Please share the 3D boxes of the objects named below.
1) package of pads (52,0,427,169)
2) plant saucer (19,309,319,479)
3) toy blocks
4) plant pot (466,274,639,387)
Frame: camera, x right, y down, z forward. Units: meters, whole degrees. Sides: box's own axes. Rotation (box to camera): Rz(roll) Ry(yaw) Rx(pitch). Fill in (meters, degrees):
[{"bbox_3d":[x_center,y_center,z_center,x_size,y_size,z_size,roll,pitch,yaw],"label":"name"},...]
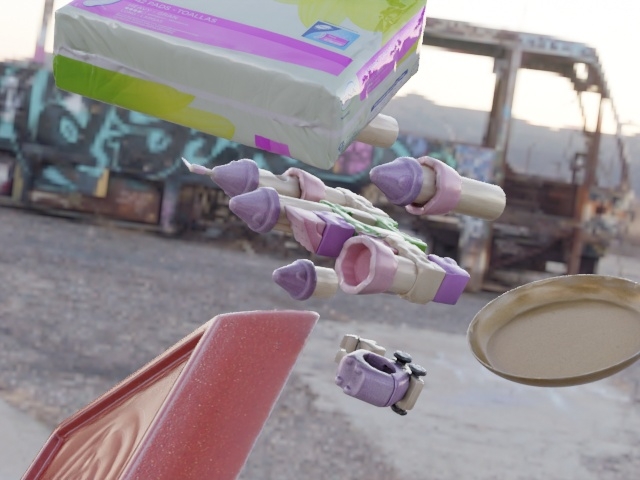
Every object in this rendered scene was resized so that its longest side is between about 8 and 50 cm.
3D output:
[{"bbox_3d":[-0.069,-0.192,1.176,0.297,0.101,0.229,19,39,18],"label":"package of pads"},{"bbox_3d":[-0.135,0.159,0.704,0.048,0.258,0.259,43,-46,-14],"label":"plant saucer"},{"bbox_3d":[0.000,0.000,1.460,0.260,0.309,0.288,11,19,-39],"label":"toy blocks"},{"bbox_3d":[0.295,0.112,1.496,0.236,0.032,0.236,-12,25,6],"label":"plant pot"}]
